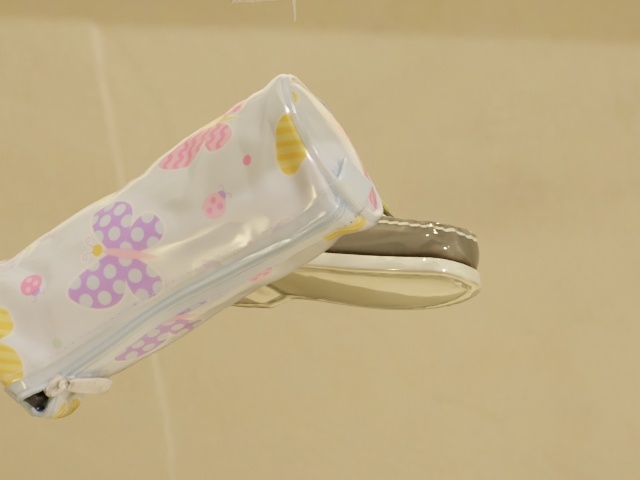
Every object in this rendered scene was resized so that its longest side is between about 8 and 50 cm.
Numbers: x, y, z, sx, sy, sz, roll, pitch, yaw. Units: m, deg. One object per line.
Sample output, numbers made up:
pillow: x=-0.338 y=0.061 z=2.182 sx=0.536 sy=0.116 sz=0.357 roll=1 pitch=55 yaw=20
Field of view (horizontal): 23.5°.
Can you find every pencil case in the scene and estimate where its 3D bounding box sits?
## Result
pencil case: x=-0.095 y=0.006 z=0.985 sx=0.273 sy=0.113 sz=0.124 roll=-33 pitch=21 yaw=12

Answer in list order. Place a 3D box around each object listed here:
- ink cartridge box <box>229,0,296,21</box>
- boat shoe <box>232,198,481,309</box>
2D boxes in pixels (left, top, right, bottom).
ink cartridge box: x=-0.027 y=-0.131 z=0.635 sx=0.028 sy=0.083 sz=0.048 roll=-3 pitch=61 yaw=4
boat shoe: x=-0.003 y=-0.002 z=1.168 sx=0.305 sy=0.109 sz=0.091 roll=0 pitch=68 yaw=43
